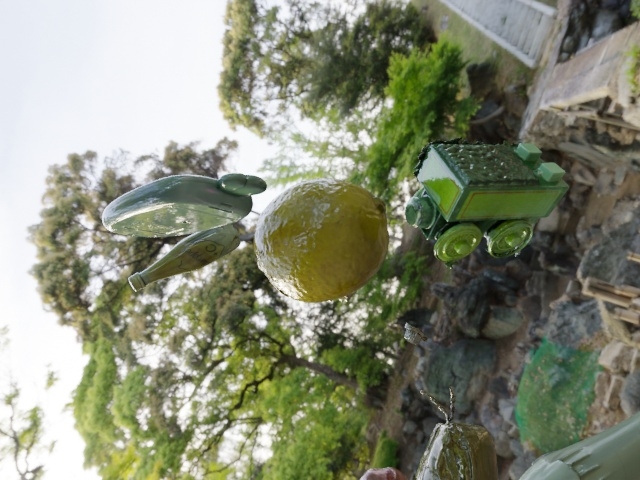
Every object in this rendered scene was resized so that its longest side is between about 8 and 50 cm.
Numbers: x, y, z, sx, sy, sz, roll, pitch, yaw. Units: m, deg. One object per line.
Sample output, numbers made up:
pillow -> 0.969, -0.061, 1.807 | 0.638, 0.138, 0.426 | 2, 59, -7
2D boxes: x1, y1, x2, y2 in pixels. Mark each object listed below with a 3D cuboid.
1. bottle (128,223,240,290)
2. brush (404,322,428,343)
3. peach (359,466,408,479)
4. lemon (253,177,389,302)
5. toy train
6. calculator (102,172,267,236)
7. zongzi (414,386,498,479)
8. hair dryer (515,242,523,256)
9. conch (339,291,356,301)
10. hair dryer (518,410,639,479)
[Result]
bottle -> -0.321, 0.041, 1.093 | 0.269, 0.083, 0.083 | -31, -32, -22
brush -> 0.412, 0.417, 1.971 | 0.065, 0.070, 0.327 | -66, -26, -9
peach -> 0.174, 0.703, 1.243 | 0.152, 0.152, 0.152 | 19, -90, -76
lemon -> 0.001, 0.000, 0.904 | 0.267, 0.267, 0.267 | 19, -90, -76
toy train -> 0.287, -0.073, 0.825 | 0.159, 0.271, 0.188 | -111, 28, -42
calculator -> -0.218, -0.050, 0.735 | 0.185, 0.298, 0.041 | 14, -114, -58
zongzi -> 0.345, 0.610, 0.984 | 0.467, 0.218, 0.500 | 153, 134, -78
hair dryer -> 0.713, -0.048, 1.639 | 0.206, 0.075, 0.237 | 72, -148, -47
conch -> 0.064, 0.045, 1.460 | 0.263, 0.186, 0.324 | 131, 157, -69
hair dryer -> 0.333, 0.278, 0.524 | 0.225, 0.088, 0.219 | 33, -78, -33
